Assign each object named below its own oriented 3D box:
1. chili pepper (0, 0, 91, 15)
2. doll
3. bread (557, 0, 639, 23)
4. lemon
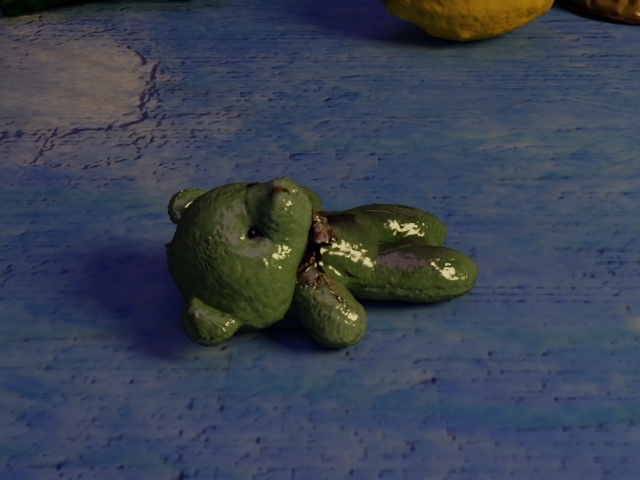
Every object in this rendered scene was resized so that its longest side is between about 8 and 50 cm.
[{"bbox_3d":[-0.180,-0.244,0.842,0.224,0.061,0.098,-9,27,-9],"label":"chili pepper"},{"bbox_3d":[0.000,0.000,0.463,0.150,0.077,0.115,-1,42,-20],"label":"doll"},{"bbox_3d":[0.291,-0.271,0.829,0.199,0.104,0.199,0,35,0],"label":"bread"},{"bbox_3d":[0.118,-0.213,0.739,0.155,0.114,0.114,-10,34,-1],"label":"lemon"}]
